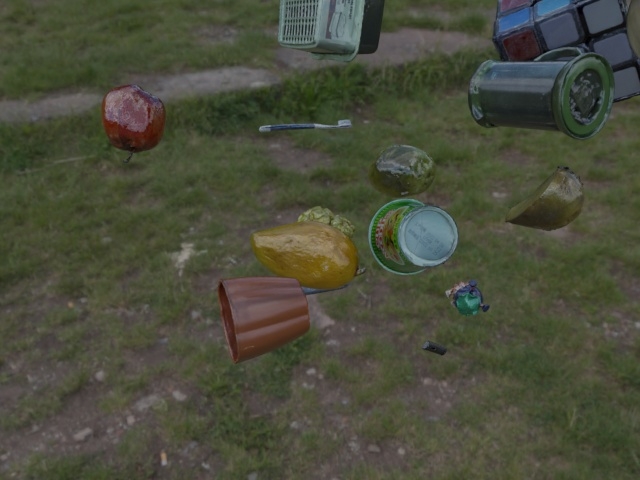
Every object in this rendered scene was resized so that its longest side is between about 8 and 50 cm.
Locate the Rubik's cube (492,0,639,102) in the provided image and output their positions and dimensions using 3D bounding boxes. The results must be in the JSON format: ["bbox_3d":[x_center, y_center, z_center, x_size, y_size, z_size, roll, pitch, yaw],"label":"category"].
[{"bbox_3d":[0.740,-0.604,1.906,0.364,0.362,0.358,-14,41,32],"label":"Rubik's cube"}]

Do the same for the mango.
[{"bbox_3d":[-0.034,0.035,1.648,0.317,0.176,0.119,9,14,14],"label":"mango"}]

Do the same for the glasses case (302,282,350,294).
[{"bbox_3d":[-0.020,0.123,2.127,0.283,0.109,0.067,-12,-13,31],"label":"glasses case"}]

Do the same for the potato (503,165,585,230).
[{"bbox_3d":[0.615,-0.077,1.727,0.138,0.243,0.098,34,54,-2],"label":"potato"}]

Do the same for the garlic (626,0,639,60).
[{"bbox_3d":[0.641,-0.366,1.015,0.279,0.132,0.324,-1,60,29],"label":"garlic"}]

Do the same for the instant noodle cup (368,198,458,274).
[{"bbox_3d":[0.240,-0.012,1.574,0.207,0.206,0.233,-5,-1,-6],"label":"instant noodle cup"}]

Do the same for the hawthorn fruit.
[{"bbox_3d":[-0.463,-0.281,1.573,0.157,0.193,0.157,3,-13,1],"label":"hawthorn fruit"}]

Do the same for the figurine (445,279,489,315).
[{"bbox_3d":[0.486,0.185,2.137,0.102,0.111,0.195,-33,8,4],"label":"figurine"}]

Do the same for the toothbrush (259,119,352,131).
[{"bbox_3d":[-0.040,-0.334,1.865,0.288,0.024,0.026,-7,72,-20],"label":"toothbrush"}]

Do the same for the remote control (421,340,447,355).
[{"bbox_3d":[0.336,0.317,1.867,0.091,0.034,0.016,23,12,-35],"label":"remote control"}]

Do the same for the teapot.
[{"bbox_3d":[0.556,-0.393,1.632,0.270,0.200,0.337,-52,33,-11],"label":"teapot"}]

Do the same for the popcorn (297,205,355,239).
[{"bbox_3d":[-0.005,0.010,1.903,0.235,0.181,0.216,7,69,55],"label":"popcorn"}]

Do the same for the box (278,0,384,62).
[{"bbox_3d":[0.027,-0.527,1.342,0.166,0.290,0.221,-2,17,-31],"label":"box"}]

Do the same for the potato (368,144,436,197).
[{"bbox_3d":[0.283,-0.243,2.254,0.228,0.197,0.149,30,21,34],"label":"potato"}]

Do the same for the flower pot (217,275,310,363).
[{"bbox_3d":[-0.121,0.162,1.388,0.173,0.190,0.190,-9,31,-15],"label":"flower pot"}]
